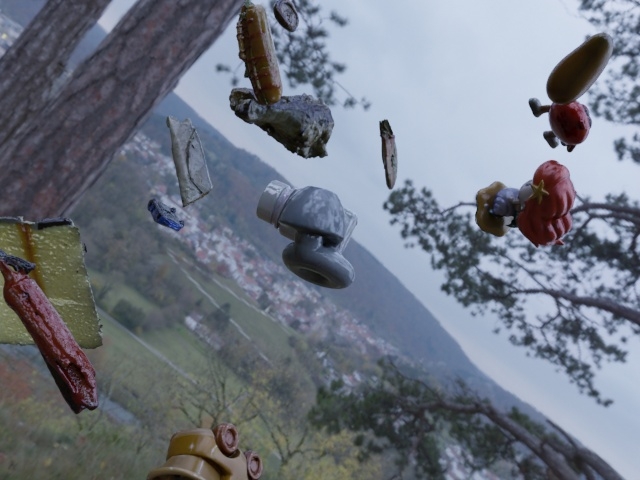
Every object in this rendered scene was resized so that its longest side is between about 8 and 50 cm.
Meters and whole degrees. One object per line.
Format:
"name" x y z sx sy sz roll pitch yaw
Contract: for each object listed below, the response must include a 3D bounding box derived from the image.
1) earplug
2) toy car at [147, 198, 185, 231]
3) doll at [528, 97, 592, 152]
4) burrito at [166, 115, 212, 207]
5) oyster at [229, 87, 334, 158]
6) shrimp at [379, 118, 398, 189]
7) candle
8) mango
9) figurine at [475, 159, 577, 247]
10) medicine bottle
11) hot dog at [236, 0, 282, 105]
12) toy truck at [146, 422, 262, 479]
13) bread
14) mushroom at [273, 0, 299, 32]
"earplug" -0.006 0.007 1.535 0.214 0.175 0.326 11 -51 28
"toy car" -0.555 -0.083 1.997 0.103 0.063 0.216 27 10 -36
"doll" 0.633 -0.318 1.461 0.183 0.085 0.217 63 -1 -8
"burrito" -0.304 -0.186 1.294 0.086 0.060 0.226 -5 76 -52
"oyster" -0.098 -0.342 1.518 0.336 0.133 0.198 8 58 -31
"shrimp" 0.210 -0.263 1.713 0.115 0.051 0.217 -62 148 -77
"candle" -0.443 0.145 0.905 0.302 0.084 0.059 61 25 -6
"mango" 0.579 -0.384 1.251 0.102 0.184 0.085 -6 54 -28
"figurine" 0.548 -0.085 1.443 0.180 0.209 0.257 8 -6 -21
"medicine bottle" -0.043 -0.069 1.765 0.292 0.170 0.170 25 -1 10
"hot dog" -0.153 -0.446 1.338 0.104 0.076 0.251 -1 -76 62
"toy truck" -0.305 0.619 1.494 0.288 0.204 0.212 62 27 -27
"bread" -0.867 0.136 1.696 0.345 0.242 0.405 -11 66 -32
"mushroom" -0.127 -0.826 2.068 0.052 0.123 0.123 -12 -38 39
